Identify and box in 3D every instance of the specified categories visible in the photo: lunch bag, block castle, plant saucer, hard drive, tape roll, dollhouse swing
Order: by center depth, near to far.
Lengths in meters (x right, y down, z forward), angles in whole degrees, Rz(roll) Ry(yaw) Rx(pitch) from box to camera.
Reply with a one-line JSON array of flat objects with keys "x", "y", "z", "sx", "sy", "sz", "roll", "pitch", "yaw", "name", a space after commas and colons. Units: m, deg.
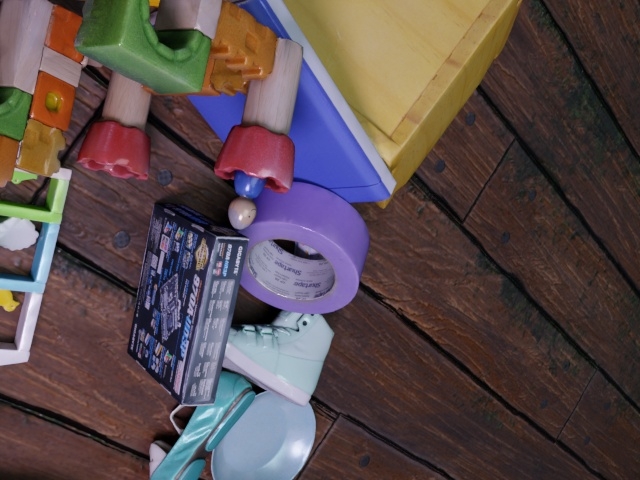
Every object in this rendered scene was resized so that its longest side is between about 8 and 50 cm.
[{"x": -0.247, "y": -0.155, "z": 0.717, "sx": 0.453, "sy": 0.302, "sz": 0.213, "roll": 21, "pitch": 78, "yaw": -58, "name": "block castle"}, {"x": -0.063, "y": -0.166, "z": 0.977, "sx": 0.319, "sy": 0.210, "sz": 0.040, "roll": 53, "pitch": 52, "yaw": -36, "name": "hard drive"}, {"x": -0.030, "y": 0.014, "z": 1.069, "sx": 0.189, "sy": 0.188, "sz": 0.080, "roll": 55, "pitch": 38, "yaw": -36, "name": "tape roll"}, {"x": 0.075, "y": -0.298, "z": 1.132, "sx": 0.347, "sy": 0.304, "sz": 0.315, "roll": -54, "pitch": 170, "yaw": -10, "name": "dollhouse swing"}, {"x": 0.000, "y": 0.000, "z": 1.184, "sx": 0.071, "sy": 0.053, "sz": 0.083, "roll": -12, "pitch": 122, "yaw": -31, "name": "lunch bag"}, {"x": -0.096, "y": 0.320, "z": 1.231, "sx": 0.194, "sy": 0.037, "sz": 0.195, "roll": -14, "pitch": 114, "yaw": -33, "name": "plant saucer"}]

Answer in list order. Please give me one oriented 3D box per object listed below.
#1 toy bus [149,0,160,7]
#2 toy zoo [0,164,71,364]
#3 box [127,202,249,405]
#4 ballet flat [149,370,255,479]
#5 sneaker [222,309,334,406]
[{"x": -0.206, "y": -0.426, "z": 0.828, "sx": 0.108, "sy": 0.130, "sz": 0.333, "roll": -5, "pitch": 109, "yaw": -35, "name": "toy bus"}, {"x": -0.416, "y": 0.038, "z": 0.895, "sx": 0.192, "sy": 0.030, "sz": 0.293, "roll": 11, "pitch": 98, "yaw": -39, "name": "toy zoo"}, {"x": -0.177, "y": 0.077, "z": 0.996, "sx": 0.051, "sy": 0.175, "sz": 0.220, "roll": 5, "pitch": 102, "yaw": -39, "name": "box"}, {"x": -0.195, "y": 0.296, "z": 1.122, "sx": 0.247, "sy": 0.087, "sz": 0.083, "roll": -55, "pitch": 160, "yaw": -11, "name": "ballet flat"}, {"x": -0.089, "y": 0.127, "z": 1.144, "sx": 0.256, "sy": 0.094, "sz": 0.151, "roll": 37, "pitch": 70, "yaw": -33, "name": "sneaker"}]
